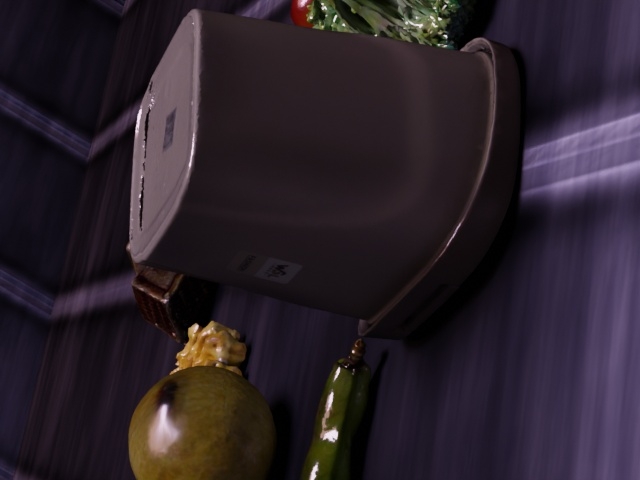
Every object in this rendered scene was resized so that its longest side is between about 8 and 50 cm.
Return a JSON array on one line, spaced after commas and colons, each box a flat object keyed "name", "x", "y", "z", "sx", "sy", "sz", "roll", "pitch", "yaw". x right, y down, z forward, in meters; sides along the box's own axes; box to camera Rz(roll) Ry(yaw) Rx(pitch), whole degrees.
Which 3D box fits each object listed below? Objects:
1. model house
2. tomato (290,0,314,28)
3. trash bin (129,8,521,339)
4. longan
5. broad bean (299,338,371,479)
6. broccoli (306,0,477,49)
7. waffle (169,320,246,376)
[{"name": "model house", "x": -0.183, "y": 0.066, "z": 1.998, "sx": 0.165, "sy": 0.106, "sz": 0.152, "roll": 72, "pitch": 180, "yaw": -46}, {"name": "tomato", "x": 0.010, "y": -0.258, "z": 1.683, "sx": 0.087, "sy": 0.075, "sz": 0.087, "roll": -155, "pitch": 90, "yaw": -87}, {"name": "trash bin", "x": -0.004, "y": -0.058, "z": 1.204, "sx": 0.220, "sy": 0.250, "sz": 0.219, "roll": 129, "pitch": 147, "yaw": -53}, {"name": "longan", "x": -0.110, "y": 0.204, "z": 1.520, "sx": 0.154, "sy": 0.145, "sz": 0.176, "roll": -57, "pitch": -36, "yaw": -30}, {"name": "broad bean", "x": 0.004, "y": 0.206, "z": 1.277, "sx": 0.065, "sy": 0.046, "sz": 0.254, "roll": 140, "pitch": 144, "yaw": -64}, {"name": "broccoli", "x": 0.037, "y": -0.239, "z": 1.353, "sx": 0.219, "sy": 0.194, "sz": 0.194, "roll": -115, "pitch": 44, "yaw": -59}, {"name": "waffle", "x": -0.139, "y": 0.183, "z": 1.770, "sx": 0.160, "sy": 0.055, "sz": 0.211, "roll": -99, "pitch": 29, "yaw": -55}]
